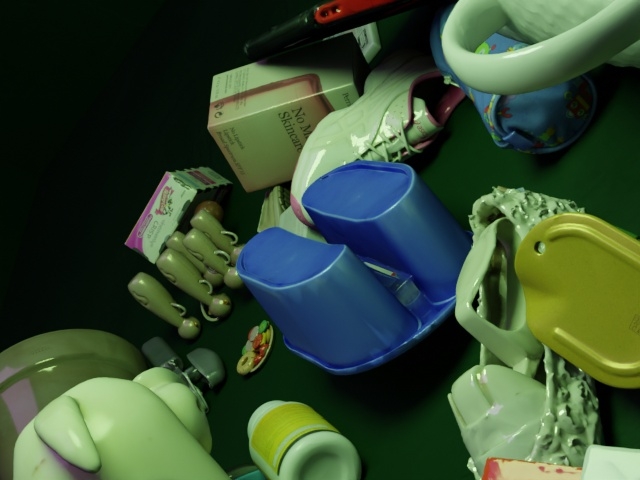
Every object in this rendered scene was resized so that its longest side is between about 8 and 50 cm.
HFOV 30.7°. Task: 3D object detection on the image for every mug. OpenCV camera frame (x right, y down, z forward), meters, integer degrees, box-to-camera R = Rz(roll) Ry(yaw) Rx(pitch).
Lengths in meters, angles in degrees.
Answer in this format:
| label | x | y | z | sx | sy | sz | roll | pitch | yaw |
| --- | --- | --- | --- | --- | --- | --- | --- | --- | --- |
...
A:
| label | x | y | z | sx | sy | sz | roll | pitch | yaw |
| --- | --- | --- | --- | --- | --- | --- | --- | --- | --- |
| mug | 0.275 | -0.267 | 1.094 | 0.374 | 0.276 | 0.328 | -40 | 31 | -9 |

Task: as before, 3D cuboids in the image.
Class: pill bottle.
| label | x | y | z | sx | sy | sz | roll | pitch | yaw |
| --- | --- | --- | --- | --- | --- | --- | --- | --- | --- |
| pill bottle | -0.028 | 0.259 | 1.433 | 0.103 | 0.103 | 0.184 | -63 | 23 | 0 |

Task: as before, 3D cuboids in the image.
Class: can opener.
| label | x | y | z | sx | sy | sz | roll | pitch | yaw |
| --- | --- | --- | --- | --- | --- | --- | --- | --- | --- |
| can opener | -0.226 | 0.214 | 1.973 | 0.095 | 0.076 | 0.283 | -33 | 19 | -12 |

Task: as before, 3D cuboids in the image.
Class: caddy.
| label | x | y | z | sx | sy | sz | roll | pitch | yaw |
| --- | --- | --- | --- | --- | --- | --- | --- | --- | --- |
| caddy | 0.052 | 0.040 | 1.418 | 0.241 | 0.179 | 0.341 | -42 | 20 | -12 |

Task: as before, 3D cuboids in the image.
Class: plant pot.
| label | x | y | z | sx | sy | sz | roll | pitch | yaw |
| --- | --- | --- | --- | --- | --- | --- | --- | --- | --- |
| plant pot | -0.405 | 0.354 | 1.928 | 0.323 | 0.323 | 0.280 | -53 | 41 | 23 |

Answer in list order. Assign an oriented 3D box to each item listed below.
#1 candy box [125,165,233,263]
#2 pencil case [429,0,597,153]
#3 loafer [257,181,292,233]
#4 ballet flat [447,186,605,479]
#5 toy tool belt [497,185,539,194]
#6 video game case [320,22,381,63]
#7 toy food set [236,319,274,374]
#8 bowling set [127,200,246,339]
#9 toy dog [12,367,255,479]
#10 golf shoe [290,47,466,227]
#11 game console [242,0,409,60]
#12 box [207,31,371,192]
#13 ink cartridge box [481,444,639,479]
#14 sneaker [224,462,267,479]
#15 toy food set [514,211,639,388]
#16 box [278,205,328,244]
| label | x | y | z | sx | sy | sz | roll | pitch | yaw |
| --- | --- | --- | --- | --- | --- | --- | --- | --- | --- |
| candy box | -0.260 | -0.052 | 2.168 | 0.159 | 0.071 | 0.233 | -58 | -6 | 11 |
| pencil case | 0.217 | -0.205 | 1.392 | 0.133 | 0.119 | 0.306 | -58 | 23 | 19 |
| loafer | -0.054 | 0.001 | 1.770 | 0.092 | 0.102 | 0.268 | -42 | 31 | 29 |
| ballet flat | 0.181 | 0.117 | 1.109 | 0.147 | 0.147 | 0.409 | -39 | 33 | 44 |
| toy tool belt | 0.222 | -0.029 | 1.282 | 0.052 | 0.051 | 0.083 | -53 | 25 | 23 |
| video game case | 0.036 | -0.320 | 2.027 | 0.183 | 0.023 | 0.201 | -49 | 27 | 29 |
| toy food set | -0.098 | 0.164 | 1.790 | 0.083 | 0.020 | 0.082 | -40 | 32 | 44 |
| bowling set | -0.182 | 0.031 | 2.003 | 0.287 | 0.154 | 0.200 | -32 | 19 | 53 |
| toy dog | -0.131 | 0.340 | 1.262 | 0.284 | 0.408 | 0.395 | -36 | -21 | -25 |
| golf shoe | 0.079 | -0.140 | 1.577 | 0.306 | 0.115 | 0.140 | -52 | 32 | -13 |
| game console | 0.087 | -0.337 | 1.591 | 0.386 | 0.342 | 0.060 | -174 | 65 | -73 |
| box | -0.032 | -0.188 | 1.740 | 0.232 | 0.148 | 0.127 | -15 | 44 | 16 |
| ink cartridge box | 0.192 | 0.291 | 0.879 | 0.239 | 0.060 | 0.275 | -1 | 62 | 36 |
| sneaker | -0.182 | 0.398 | 1.560 | 0.341 | 0.125 | 0.139 | -44 | 19 | 16 |
| toy food set | 0.273 | 0.059 | 1.020 | 0.218 | 0.071 | 0.128 | 37 | 117 | 33 |
| box | 0.000 | 0.000 | 1.654 | 0.087 | 0.101 | 0.102 | -41 | 32 | 43 |
